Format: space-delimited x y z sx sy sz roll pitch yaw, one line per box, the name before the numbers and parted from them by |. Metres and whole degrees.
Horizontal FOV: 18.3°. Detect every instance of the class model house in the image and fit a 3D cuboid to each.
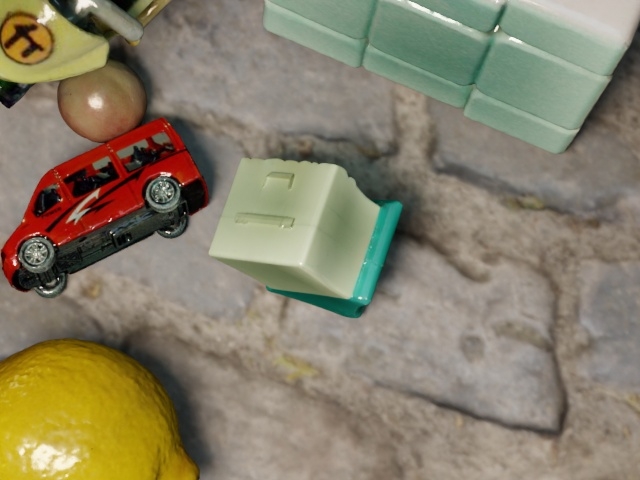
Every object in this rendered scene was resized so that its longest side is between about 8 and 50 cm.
model house | 0.000 0.000 1.756 0.127 0.149 0.100 7 71 43

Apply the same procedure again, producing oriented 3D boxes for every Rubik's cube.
Rubik's cube | 0.151 -0.306 1.729 0.316 0.322 0.318 23 76 4

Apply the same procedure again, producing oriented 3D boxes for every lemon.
lemon | -0.221 0.173 1.676 0.244 0.187 0.186 12 77 0

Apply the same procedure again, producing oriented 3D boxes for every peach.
peach | -0.196 -0.125 1.795 0.083 0.083 0.083 1 78 -3

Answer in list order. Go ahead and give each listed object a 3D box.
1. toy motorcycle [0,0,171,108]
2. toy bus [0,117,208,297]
toy motorcycle | -0.191 -0.263 1.742 0.169 0.237 0.410 43 74 -17
toy bus | -0.201 -0.027 1.775 0.195 0.081 0.089 -27 71 -8
